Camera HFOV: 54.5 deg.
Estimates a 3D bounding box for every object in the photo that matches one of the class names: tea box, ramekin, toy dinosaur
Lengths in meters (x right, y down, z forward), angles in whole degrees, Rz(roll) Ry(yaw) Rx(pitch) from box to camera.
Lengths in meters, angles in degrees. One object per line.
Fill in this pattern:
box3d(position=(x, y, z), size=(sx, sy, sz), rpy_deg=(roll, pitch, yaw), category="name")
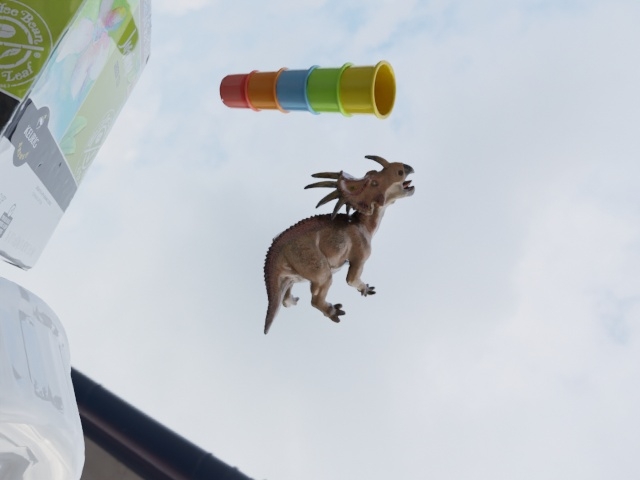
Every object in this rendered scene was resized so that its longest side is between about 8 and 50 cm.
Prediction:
box3d(position=(-0.329, -0.169, 0.596), size=(0.323, 0.220, 0.329), rpy_deg=(-67, -169, -12), category="tea box")
box3d(position=(-0.328, 0.165, 0.491), size=(0.277, 0.277, 0.135), rpy_deg=(-45, -129, 7), category="ramekin")
box3d(position=(0.000, 0.000, 0.921), size=(0.296, 0.200, 0.127), rpy_deg=(-34, -141, -19), category="toy dinosaur")

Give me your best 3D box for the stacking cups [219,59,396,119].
box3d(position=(-0.029, -0.255, 1.076), size=(0.316, 0.096, 0.096), rpy_deg=(6, -107, 31), category="stacking cups")
